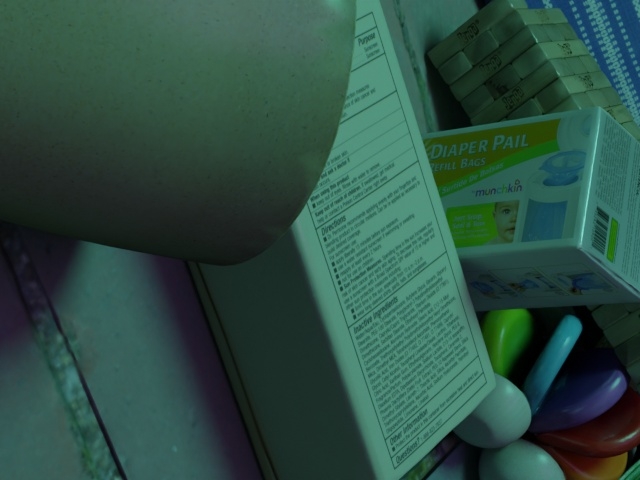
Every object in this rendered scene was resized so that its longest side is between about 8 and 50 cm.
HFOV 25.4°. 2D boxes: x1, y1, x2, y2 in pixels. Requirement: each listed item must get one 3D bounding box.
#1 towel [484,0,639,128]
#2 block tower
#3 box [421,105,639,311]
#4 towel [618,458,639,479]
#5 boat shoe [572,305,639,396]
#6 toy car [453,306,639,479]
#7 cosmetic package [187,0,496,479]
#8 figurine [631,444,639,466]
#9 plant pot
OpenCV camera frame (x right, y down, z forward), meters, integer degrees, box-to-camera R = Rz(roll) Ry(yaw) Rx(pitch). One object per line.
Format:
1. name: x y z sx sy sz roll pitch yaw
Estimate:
1. towel: 0.319 -0.228 1.261 0.243 0.336 0.040 62 2 -21
2. block tower: 0.224 -0.042 1.154 0.097 0.091 0.335 -16 72 -56
3. box: 0.139 -0.017 1.068 0.103 0.203 0.114 33 61 -43
4. towel: 0.301 0.361 1.274 0.248 0.038 0.325 -41 120 -16
5. boat shoe: 0.400 -0.019 1.373 0.500 0.156 0.187 -34 156 -37
6. toy car: 0.197 0.130 1.169 0.159 0.136 0.182 -50 122 -39
7. cosmetic package: 0.000 0.000 0.975 0.160 0.113 0.309 -33 110 -46
8. figurine: 0.368 0.183 1.406 0.215 0.092 0.209 -28 103 -48
9. plant pot: -0.164 -0.119 0.725 0.274 0.256 0.257 3 84 -34
